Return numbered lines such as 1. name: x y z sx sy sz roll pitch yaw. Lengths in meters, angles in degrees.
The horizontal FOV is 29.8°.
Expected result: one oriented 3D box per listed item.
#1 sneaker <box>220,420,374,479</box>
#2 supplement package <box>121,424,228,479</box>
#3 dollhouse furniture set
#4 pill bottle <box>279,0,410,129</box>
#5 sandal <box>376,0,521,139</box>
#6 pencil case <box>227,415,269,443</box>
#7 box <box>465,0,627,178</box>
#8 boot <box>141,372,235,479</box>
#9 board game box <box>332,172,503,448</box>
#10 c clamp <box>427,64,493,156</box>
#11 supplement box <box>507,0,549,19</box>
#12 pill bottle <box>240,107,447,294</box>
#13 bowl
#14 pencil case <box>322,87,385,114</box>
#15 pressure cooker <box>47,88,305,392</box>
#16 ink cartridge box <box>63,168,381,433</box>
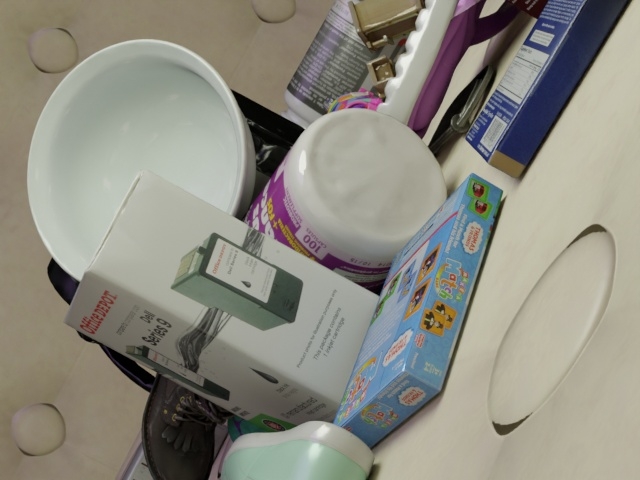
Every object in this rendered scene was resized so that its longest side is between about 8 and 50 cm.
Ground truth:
1. sneaker: -0.057 0.248 1.034 0.151 0.094 0.256 -58 8 -28
2. supplement package: -0.231 0.343 1.832 0.179 0.105 0.105 -63 8 -15
3. dollhouse furniture set: 0.160 -0.324 1.911 0.182 0.160 0.101 -19 -18 13
4. pill bottle: 0.037 -0.275 2.096 0.283 0.161 0.161 -59 8 13
5. sandal: 0.190 -0.275 1.333 0.416 0.102 0.169 -65 -14 14
6. pencil case: -0.056 0.190 1.384 0.064 0.070 0.151 -24 -19 -33
7. box: 0.206 -0.168 1.050 0.225 0.037 0.136 -61 8 12
8. boot: -0.140 0.184 1.386 0.229 0.091 0.262 177 95 -72
9. board game box: 0.080 0.065 1.029 0.160 0.039 0.211 -51 12 54
10. c clamp: 0.148 -0.128 1.372 0.137 0.022 0.160 -59 4 -27
11. supplement box: 0.159 -0.330 1.176 0.073 0.239 0.130 -49 14 57
12. pill bottle: 0.000 0.000 1.304 0.301 0.169 0.169 -51 13 55
13. bowl: -0.189 -0.078 1.422 0.297 0.298 0.134 -60 -25 8
14. pencil case: 0.061 -0.178 1.825 0.104 0.104 0.236 -60 10 8
15. pressure cooker: -0.176 0.006 1.684 0.420 0.376 0.370 -59 11 9
16. ink cartridge box: -0.093 0.076 1.182 0.121 0.289 0.211 -64 8 -24
